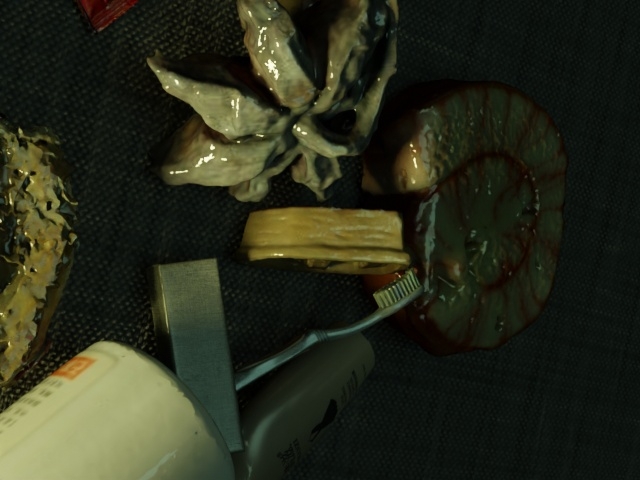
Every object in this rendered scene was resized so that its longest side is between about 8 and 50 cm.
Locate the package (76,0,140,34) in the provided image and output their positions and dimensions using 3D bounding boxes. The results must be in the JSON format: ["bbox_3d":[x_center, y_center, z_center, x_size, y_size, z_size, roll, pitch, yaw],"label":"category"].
[{"bbox_3d":[-0.239,-0.304,1.383,0.083,0.022,0.200,-46,122,-28],"label":"package"}]

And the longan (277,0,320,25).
[{"bbox_3d":[-0.020,-0.235,1.544,0.106,0.106,0.119,-16,145,-39],"label":"longan"}]

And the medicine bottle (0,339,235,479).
[{"bbox_3d":[-0.272,0.276,1.310,0.371,0.211,0.211,-40,120,-30],"label":"medicine bottle"}]

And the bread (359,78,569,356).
[{"bbox_3d":[0.177,-0.031,1.730,0.295,0.114,0.328,-7,100,-42],"label":"bread"}]

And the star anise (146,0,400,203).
[{"bbox_3d":[-0.035,-0.151,1.441,0.316,0.139,0.359,-34,139,-5],"label":"star anise"}]

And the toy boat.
[{"bbox_3d":[0.000,0.000,1.565,0.188,0.116,0.061,2,82,-8],"label":"toy boat"}]

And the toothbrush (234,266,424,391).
[{"bbox_3d":[-0.044,0.127,1.554,0.375,0.028,0.037,-28,103,-19],"label":"toothbrush"}]

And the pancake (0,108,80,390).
[{"bbox_3d":[-0.375,-0.013,1.271,0.382,0.071,0.382,-5,98,-41],"label":"pancake"}]

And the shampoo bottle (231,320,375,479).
[{"bbox_3d":[-0.041,0.200,1.585,0.257,0.078,0.127,-45,150,-26],"label":"shampoo bottle"}]

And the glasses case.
[{"bbox_3d":[-0.132,0.123,1.486,0.070,0.047,0.205,-7,86,-29],"label":"glasses case"}]
